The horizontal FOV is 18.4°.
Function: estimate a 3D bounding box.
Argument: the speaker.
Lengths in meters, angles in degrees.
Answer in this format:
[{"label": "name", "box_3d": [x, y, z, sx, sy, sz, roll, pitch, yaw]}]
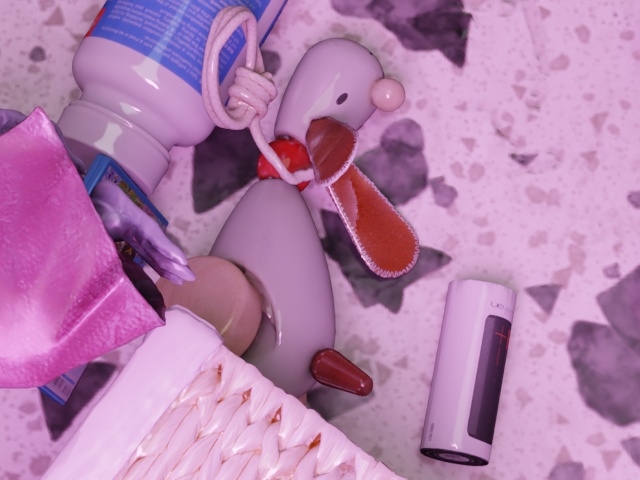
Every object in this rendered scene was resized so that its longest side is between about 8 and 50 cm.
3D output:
[{"label": "speaker", "box_3d": [0.113, 0.100, 1.501, 0.055, 0.055, 0.136, 11, 74, 3]}]

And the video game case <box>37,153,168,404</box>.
[{"label": "video game case", "box_3d": [-0.181, 0.031, 1.488, 0.015, 0.119, 0.166, 22, 75, 27]}]

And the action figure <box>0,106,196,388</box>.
[{"label": "action figure", "box_3d": [-0.271, 0.069, 1.169, 0.370, 0.248, 0.276, -38, 105, -12]}]

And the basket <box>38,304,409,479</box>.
[{"label": "basket", "box_3d": [-0.094, 0.273, 1.304, 0.266, 0.328, 0.331, 33, 69, 4]}]

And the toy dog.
[{"label": "toy dog", "box_3d": [0.000, 0.000, 1.466, 0.161, 0.220, 0.334, 10, 84, 25]}]

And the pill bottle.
[{"label": "pill bottle", "box_3d": [-0.117, -0.151, 1.533, 0.124, 0.124, 0.221, 27, 75, 7]}]
